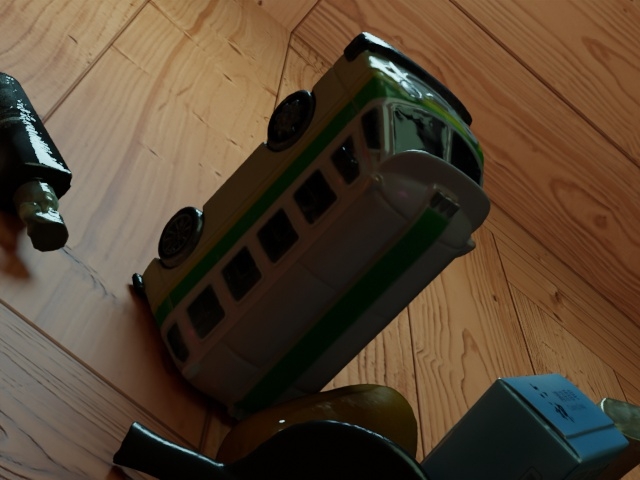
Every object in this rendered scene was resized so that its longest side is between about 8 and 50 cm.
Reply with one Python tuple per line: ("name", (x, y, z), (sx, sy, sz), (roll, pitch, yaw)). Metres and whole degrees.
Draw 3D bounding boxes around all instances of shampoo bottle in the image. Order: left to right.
("shampoo bottle", (-0.254, -0.066, 1.158), (0.063, 0.057, 0.207), (29, 20, -42))

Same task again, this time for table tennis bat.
("table tennis bat", (-0.029, 0.180, 0.918), (0.236, 0.150, 0.027), (22, 5, 14))

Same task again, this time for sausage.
("sausage", (0.003, 0.169, 1.067), (0.105, 0.105, 0.274), (47, 17, 16))

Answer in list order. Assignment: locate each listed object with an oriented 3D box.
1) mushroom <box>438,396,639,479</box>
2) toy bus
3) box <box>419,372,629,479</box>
("mushroom", (0.208, 0.221, 1.230), (0.207, 0.215, 0.207), (33, 24, -17))
("toy bus", (0.000, 0.000, 1.144), (0.143, 0.305, 0.179), (33, 20, -34))
("box", (0.099, 0.201, 0.971), (0.083, 0.232, 0.142), (45, 15, 22))
